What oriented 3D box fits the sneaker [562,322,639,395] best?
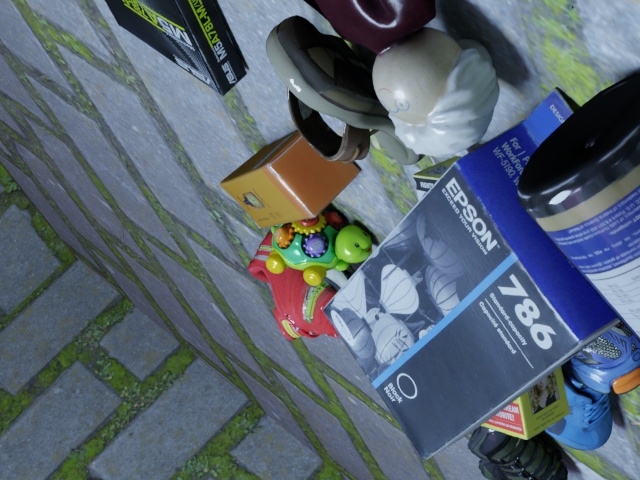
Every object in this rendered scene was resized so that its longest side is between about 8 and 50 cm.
[{"bbox_3d":[0.200,0.051,1.171,0.221,0.083,0.087,24,142,43],"label":"sneaker"}]

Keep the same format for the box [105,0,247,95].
[{"bbox_3d":[-0.176,-0.259,1.380,0.191,0.045,0.184,36,161,33],"label":"box"}]

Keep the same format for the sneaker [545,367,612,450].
[{"bbox_3d":[0.251,0.149,1.290,0.082,0.069,0.209,23,155,47],"label":"sneaker"}]

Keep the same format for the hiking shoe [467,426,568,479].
[{"bbox_3d":[0.249,0.253,1.602,0.114,0.086,0.227,24,164,22],"label":"hiking shoe"}]

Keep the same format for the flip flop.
[{"bbox_3d":[0.012,-0.107,1.077,0.112,0.080,0.277,50,-168,14],"label":"flip flop"}]

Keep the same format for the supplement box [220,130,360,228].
[{"bbox_3d":[-0.039,-0.068,1.471,0.078,0.080,0.233,48,164,-10],"label":"supplement box"}]

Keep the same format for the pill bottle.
[{"bbox_3d":[0.235,0.011,0.831,0.219,0.123,0.123,47,166,-12],"label":"pill bottle"}]

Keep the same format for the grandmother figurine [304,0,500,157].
[{"bbox_3d":[0.009,-0.202,0.920,0.342,0.104,0.208,52,173,-18],"label":"grandmother figurine"}]

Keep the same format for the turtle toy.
[{"bbox_3d":[0.000,0.000,1.545,0.130,0.095,0.066,17,135,19],"label":"turtle toy"}]

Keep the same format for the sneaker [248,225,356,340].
[{"bbox_3d":[0.007,0.086,1.612,0.107,0.118,0.279,30,-167,-48],"label":"sneaker"}]

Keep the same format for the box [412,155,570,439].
[{"bbox_3d":[0.145,0.047,1.120,0.087,0.058,0.232,12,121,52],"label":"box"}]

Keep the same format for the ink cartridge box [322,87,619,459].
[{"bbox_3d":[0.126,0.040,1.034,0.165,0.065,0.332,56,144,13],"label":"ink cartridge box"}]
